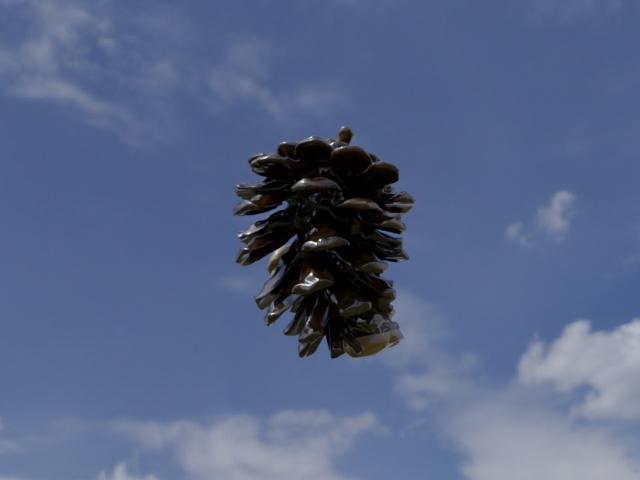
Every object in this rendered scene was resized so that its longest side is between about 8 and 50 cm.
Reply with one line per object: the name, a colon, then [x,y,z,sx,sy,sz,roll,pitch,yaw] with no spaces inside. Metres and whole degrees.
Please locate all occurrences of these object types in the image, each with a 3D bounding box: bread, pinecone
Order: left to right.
pinecone: [0.000,0.000,1.469,0.244,0.309,0.244,1,-17,0]
bread: [0.029,0.084,1.635,0.134,0.225,0.081,4,-59,-55]
